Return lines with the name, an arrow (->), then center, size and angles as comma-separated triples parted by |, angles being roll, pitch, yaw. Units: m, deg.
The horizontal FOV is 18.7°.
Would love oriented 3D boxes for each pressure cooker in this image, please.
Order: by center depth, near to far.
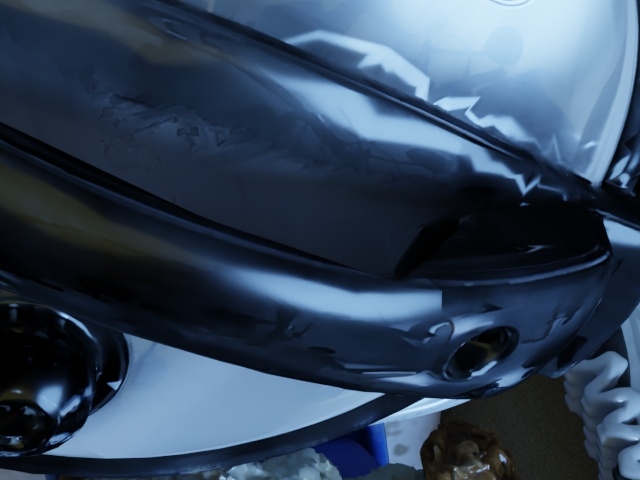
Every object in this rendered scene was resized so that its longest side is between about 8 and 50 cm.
pressure cooker -> -0.065, -0.118, 0.702 | 0.370, 0.420, 0.375 | -14, 131, 4

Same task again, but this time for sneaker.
sneaker -> 0.187, 0.079, 1.019 | 0.118, 0.292, 0.110 | -19, 154, -4

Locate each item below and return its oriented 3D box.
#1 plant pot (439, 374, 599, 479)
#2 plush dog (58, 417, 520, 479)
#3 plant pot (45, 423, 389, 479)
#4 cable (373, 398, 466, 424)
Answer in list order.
plant pot -> 0.208, 0.184, 1.130 | 0.237, 0.254, 0.237 | -5, 131, -6
plush dog -> -0.010, 0.175, 0.931 | 0.225, 0.210, 0.262 | 6, 120, -14
plant pot -> -0.050, 0.221, 1.150 | 0.236, 0.212, 0.236 | -9, 133, -1
cable -> 0.000, 0.000, 0.939 | 0.257, 0.257, 0.089 | 11, 121, 35
